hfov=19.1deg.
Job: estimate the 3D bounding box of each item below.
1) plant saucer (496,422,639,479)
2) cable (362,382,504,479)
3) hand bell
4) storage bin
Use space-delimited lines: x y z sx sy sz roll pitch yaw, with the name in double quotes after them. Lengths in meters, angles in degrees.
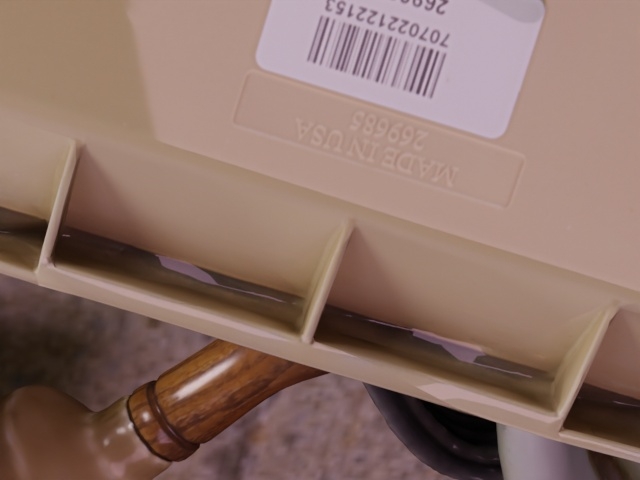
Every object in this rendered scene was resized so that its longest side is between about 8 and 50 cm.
0.241 -0.003 0.639 0.400 0.100 0.400 -7 125 -10 "plant saucer"
0.000 0.000 0.592 0.139 0.072 0.287 -25 125 0 "cable"
-0.041 0.048 0.570 0.242 0.126 0.126 -36 125 16 "hand bell"
0.035 -0.105 0.423 0.262 0.123 0.260 17 105 -6 "storage bin"
